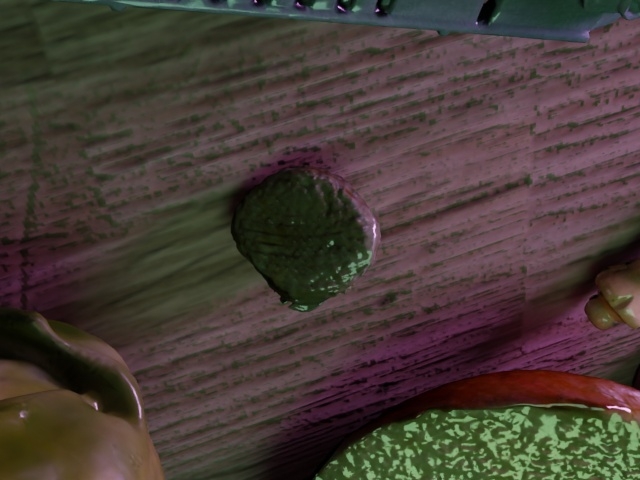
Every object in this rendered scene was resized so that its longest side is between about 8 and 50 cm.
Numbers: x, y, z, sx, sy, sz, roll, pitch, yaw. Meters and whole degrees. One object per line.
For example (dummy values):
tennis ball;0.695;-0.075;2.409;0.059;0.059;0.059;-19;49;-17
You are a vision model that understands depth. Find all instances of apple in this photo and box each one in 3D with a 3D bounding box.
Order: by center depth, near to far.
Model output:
apple;0.113;0.208;0.701;0.254;0.179;0.346;11;125;-49

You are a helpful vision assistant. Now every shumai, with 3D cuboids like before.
shumai;0.000;0.000;0.536;0.083;0.082;0.080;-4;179;18

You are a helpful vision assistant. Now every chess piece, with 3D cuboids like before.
chess piece;0.259;0.005;0.666;0.172;0.060;0.060;-39;136;17

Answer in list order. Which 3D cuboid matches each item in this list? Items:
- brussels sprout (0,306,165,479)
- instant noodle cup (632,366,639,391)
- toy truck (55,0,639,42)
brussels sprout;-0.198;0.155;0.459;0.259;0.227;0.294;-13;171;0
instant noodle cup;0.383;0.154;0.777;0.235;0.178;0.235;-13;136;-13
toy truck;0.009;-0.154;0.332;0.338;0.133;0.184;-7;143;-23
